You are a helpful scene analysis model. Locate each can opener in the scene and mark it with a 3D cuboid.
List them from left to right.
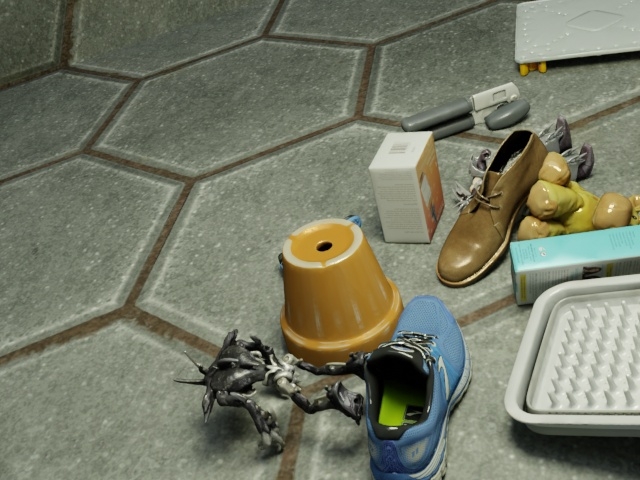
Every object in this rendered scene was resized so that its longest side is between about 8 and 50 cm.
[{"bbox_3d":[0.327,-0.274,1.672,0.284,0.075,0.095,-20,34,-5],"label":"can opener"}]

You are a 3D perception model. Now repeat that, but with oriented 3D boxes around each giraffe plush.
[{"bbox_3d":[0.449,-0.038,1.252,0.171,0.181,0.210,20,13,27],"label":"giraffe plush"}]

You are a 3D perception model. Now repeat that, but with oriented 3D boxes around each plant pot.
[{"bbox_3d":[0.022,0.076,1.198,0.205,0.187,0.205,-11,35,7],"label":"plant pot"}]

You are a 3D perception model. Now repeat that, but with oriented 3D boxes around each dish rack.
[{"bbox_3d":[0.430,0.153,0.983,0.333,0.072,0.285,-9,33,36],"label":"dish rack"}]

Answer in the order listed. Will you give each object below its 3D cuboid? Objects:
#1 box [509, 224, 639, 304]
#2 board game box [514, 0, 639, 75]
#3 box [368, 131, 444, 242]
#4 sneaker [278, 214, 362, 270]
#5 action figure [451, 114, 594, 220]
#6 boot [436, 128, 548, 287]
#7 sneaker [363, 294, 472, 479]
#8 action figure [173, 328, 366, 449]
[{"bbox_3d":[0.424,0.036,1.166,0.245,0.100,0.060,-8,52,10],"label":"box"},{"bbox_3d":[0.708,-0.547,1.932,0.390,0.050,0.389,-2,36,17],"label":"board game box"},{"bbox_3d":[0.166,-0.100,1.404,0.091,0.170,0.130,1,38,24],"label":"box"},{"bbox_3d":[0.000,0.000,1.419,0.188,0.067,0.078,-32,44,-18],"label":"sneaker"},{"bbox_3d":[0.372,-0.120,1.420,0.285,0.099,0.185,-29,51,-12],"label":"action figure"},{"bbox_3d":[0.286,-0.061,1.289,0.112,0.115,0.305,29,79,38],"label":"boot"},{"bbox_3d":[0.136,0.182,1.043,0.130,0.147,0.330,-3,36,17],"label":"sneaker"},{"bbox_3d":[-0.066,0.217,1.082,0.276,0.140,0.164,0,41,18],"label":"action figure"}]
